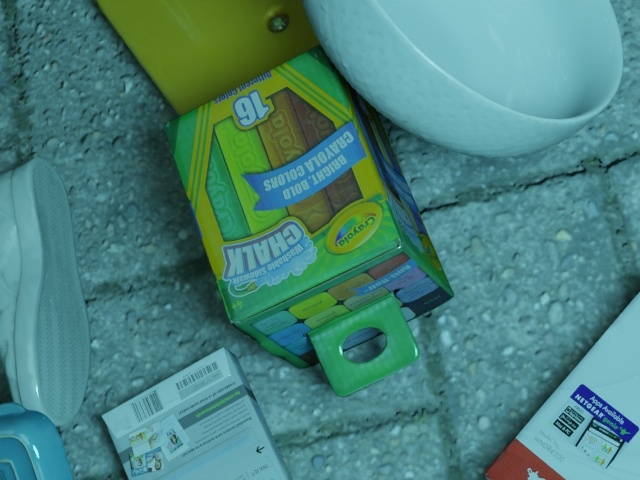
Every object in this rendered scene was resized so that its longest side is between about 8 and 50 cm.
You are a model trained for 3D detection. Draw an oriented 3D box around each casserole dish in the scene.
[{"bbox_3d":[-0.290,0.251,1.637,0.114,0.037,0.188,-12,95,28],"label":"casserole dish"}]

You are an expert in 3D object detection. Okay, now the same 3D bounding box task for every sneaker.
[{"bbox_3d":[-0.336,0.072,1.737,0.169,0.108,0.292,-18,61,18],"label":"sneaker"}]

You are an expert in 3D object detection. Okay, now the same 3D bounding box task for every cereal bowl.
[{"bbox_3d":[0.113,-0.213,1.593,0.141,0.339,0.339,-43,56,42],"label":"cereal bowl"}]

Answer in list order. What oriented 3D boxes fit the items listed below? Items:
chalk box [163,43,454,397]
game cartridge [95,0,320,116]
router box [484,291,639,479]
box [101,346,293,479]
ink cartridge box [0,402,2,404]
[{"bbox_3d":[0.000,0.000,1.597,0.180,0.179,0.289,-27,65,11],"label":"chalk box"},{"bbox_3d":[-0.079,-0.273,1.801,0.285,0.052,0.323,-38,62,2],"label":"game cartridge"},{"bbox_3d":[0.360,0.194,1.437,0.301,0.082,0.335,-50,55,-3],"label":"router box"},{"bbox_3d":[-0.113,0.218,1.637,0.145,0.038,0.186,-30,64,6],"label":"box"},{"bbox_3d":[-0.397,0.141,1.679,0.061,0.181,0.104,-46,64,-2],"label":"ink cartridge box"}]
